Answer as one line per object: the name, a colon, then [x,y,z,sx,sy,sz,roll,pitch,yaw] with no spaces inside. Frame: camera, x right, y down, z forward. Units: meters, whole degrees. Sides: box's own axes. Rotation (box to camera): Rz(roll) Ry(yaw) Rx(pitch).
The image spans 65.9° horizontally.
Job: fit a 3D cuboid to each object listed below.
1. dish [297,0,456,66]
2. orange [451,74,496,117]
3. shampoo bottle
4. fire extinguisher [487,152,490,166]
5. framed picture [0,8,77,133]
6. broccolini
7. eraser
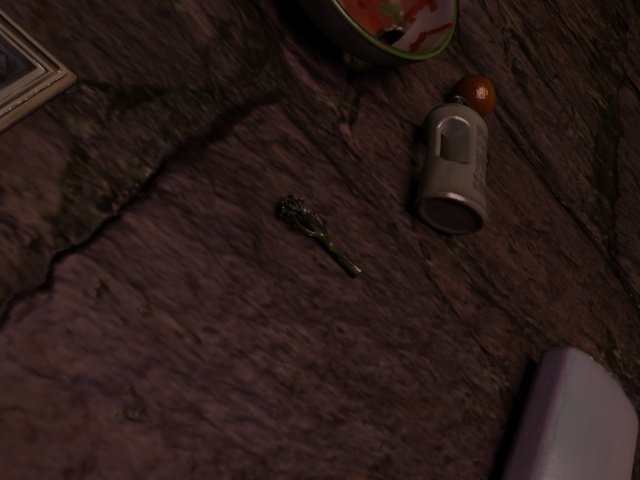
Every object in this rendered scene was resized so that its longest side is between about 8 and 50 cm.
dish: [0.054,-0.398,0.744,0.324,0.124,0.323,10,73,-36]
orange: [0.271,-0.252,0.869,0.085,0.085,0.084,14,64,-32]
shampoo bottle: [0.208,-0.133,0.769,0.118,0.087,0.234,27,58,-26]
fire extinguisher: [0.266,-0.128,0.837,0.032,0.046,0.100,18,44,20]
framed picture: [-0.392,-0.184,0.391,0.296,0.019,0.232,43,52,-15]
broccolini: [0.000,0.000,0.605,0.140,0.030,0.035,48,60,-17]
eraser: [0.350,0.311,0.686,0.189,0.104,0.290,52,51,-13]
